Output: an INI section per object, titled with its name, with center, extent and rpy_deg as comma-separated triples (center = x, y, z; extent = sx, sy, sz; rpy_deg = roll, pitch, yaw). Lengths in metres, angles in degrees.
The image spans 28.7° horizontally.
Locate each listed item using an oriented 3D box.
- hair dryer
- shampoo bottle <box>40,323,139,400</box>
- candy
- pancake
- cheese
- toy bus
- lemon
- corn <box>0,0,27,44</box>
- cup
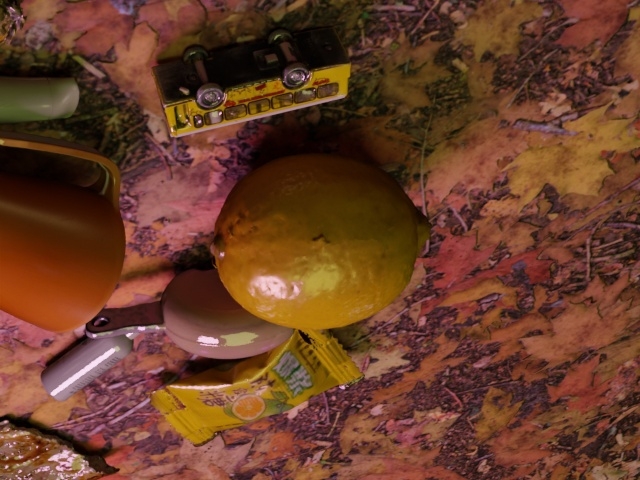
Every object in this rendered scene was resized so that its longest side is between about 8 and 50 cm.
[hair dryer]
center = -0.402, -0.105, 1.448
extent = 0.206, 0.075, 0.237
rpy_deg = -3, 144, -29
[shampoo bottle]
center = -0.306, 0.154, 1.765
extent = 0.195, 0.056, 0.056
rpy_deg = -36, 137, 15
[candy]
center = -0.097, 0.223, 1.907
extent = 0.297, 0.081, 0.187
rpy_deg = -27, 138, 7
[pancake]
center = -0.488, 0.344, 1.895
extent = 0.377, 0.054, 0.197
rpy_deg = -1, 135, -23
[cheese]
center = -0.174, 0.095, 1.692
extent = 0.286, 0.163, 0.082
rpy_deg = -4, 124, -8
[toy bus]
center = -0.081, -0.191, 1.470
extent = 0.226, 0.081, 0.074
rpy_deg = -16, 144, -11
[lemon]
center = -0.005, 0.000, 1.590
extent = 0.263, 0.236, 0.236
rpy_deg = 23, 125, -21
[corn]
center = -0.452, -0.202, 1.276
extent = 0.318, 0.115, 0.115
rpy_deg = -22, 140, 2
[cup]
center = -0.351, -0.022, 1.442
extent = 0.264, 0.182, 0.226
rpy_deg = 24, 98, -52
